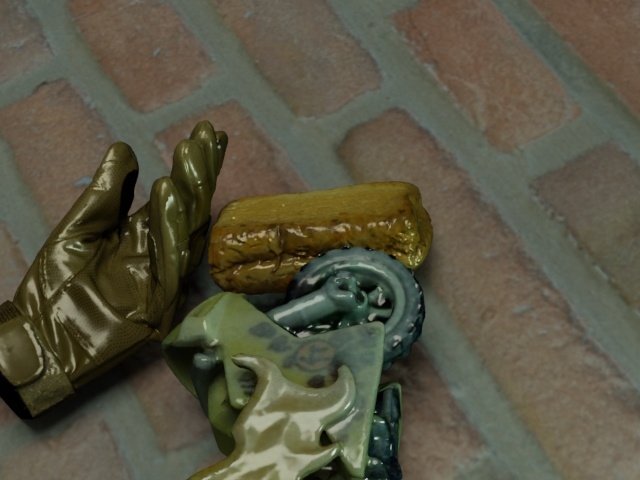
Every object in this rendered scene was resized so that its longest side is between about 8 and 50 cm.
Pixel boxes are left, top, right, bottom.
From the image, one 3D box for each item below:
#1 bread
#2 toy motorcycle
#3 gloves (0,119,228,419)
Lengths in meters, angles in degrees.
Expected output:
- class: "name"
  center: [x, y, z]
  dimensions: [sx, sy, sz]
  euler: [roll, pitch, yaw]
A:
- class: "bread"
  center: [0.000, 0.000, 1.674]
  dimensions: [0.211, 0.083, 0.114]
  euler: [-7, 20, 11]
- class: "toy motorcycle"
  center: [-0.030, 0.178, 1.493]
  dimensions: [0.237, 0.169, 0.410]
  euler: [-6, 50, 11]
- class: "gloves"
  center: [-0.193, 0.025, 1.680]
  dimensions: [0.331, 0.141, 0.154]
  euler: [-46, 29, -11]
